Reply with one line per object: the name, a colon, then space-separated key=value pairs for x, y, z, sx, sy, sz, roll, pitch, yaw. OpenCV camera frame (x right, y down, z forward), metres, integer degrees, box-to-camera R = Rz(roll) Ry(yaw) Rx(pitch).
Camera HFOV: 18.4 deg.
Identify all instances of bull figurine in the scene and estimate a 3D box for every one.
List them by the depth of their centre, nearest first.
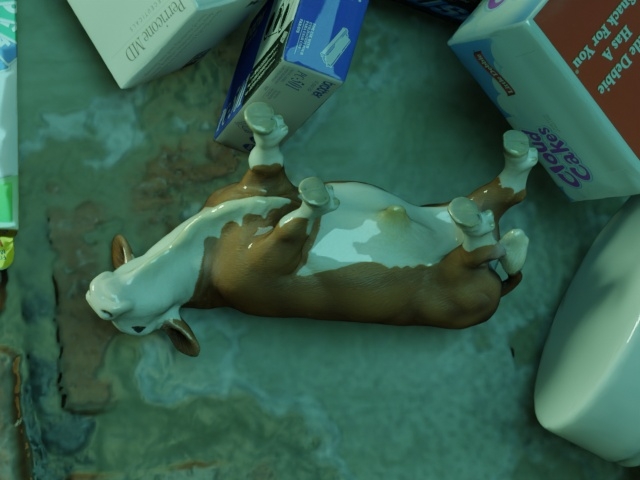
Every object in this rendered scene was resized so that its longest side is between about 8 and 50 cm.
bull figurine: x=0.000 y=0.000 z=1.324 sx=0.310 sy=0.188 sz=0.101 roll=0 pitch=59 yaw=-21

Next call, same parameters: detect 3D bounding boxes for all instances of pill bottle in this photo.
pill bottle: x=0.362 y=0.124 z=1.357 sx=0.392 sy=0.224 sz=0.224 roll=25 pitch=74 yaw=-9

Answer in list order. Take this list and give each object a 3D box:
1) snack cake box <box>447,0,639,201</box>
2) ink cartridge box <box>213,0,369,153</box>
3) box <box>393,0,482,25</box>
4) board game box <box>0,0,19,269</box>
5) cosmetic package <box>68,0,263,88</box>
snack cake box: x=0.228 y=-0.171 z=1.382 sx=0.152 sy=0.089 sz=0.264 roll=51 pitch=61 yaw=-19
ink cartridge box: x=-0.017 y=-0.127 z=1.318 sx=0.046 sy=0.207 sz=0.097 roll=19 pitch=75 yaw=-10
box: x=0.108 y=-0.307 z=1.419 sx=0.295 sy=0.073 sz=0.293 roll=17 pitch=75 yaw=-29
board game box: x=-0.269 y=-0.109 z=1.343 sx=0.124 sy=0.039 sz=0.259 roll=1 pitch=81 yaw=-15
cosmetic package: x=-0.140 y=-0.233 z=1.341 sx=0.085 sy=0.117 sz=0.231 roll=-25 pitch=81 yaw=-42
